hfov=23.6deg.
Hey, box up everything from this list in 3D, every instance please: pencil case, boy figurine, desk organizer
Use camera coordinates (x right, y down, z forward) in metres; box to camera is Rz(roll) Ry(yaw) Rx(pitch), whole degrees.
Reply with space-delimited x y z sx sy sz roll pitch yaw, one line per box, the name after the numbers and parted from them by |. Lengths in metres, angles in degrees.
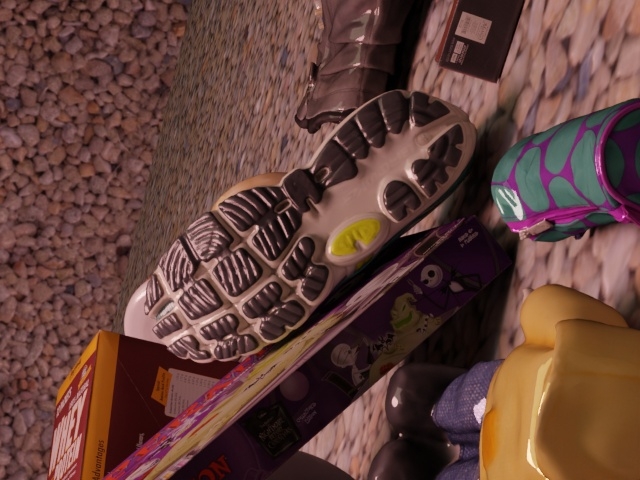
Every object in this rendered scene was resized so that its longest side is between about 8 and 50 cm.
0.145 -0.033 0.803 0.070 0.064 0.152 -61 10 -11 | pencil case
0.105 0.104 0.769 0.285 0.092 0.177 142 144 -74 | boy figurine
0.121 -0.185 1.114 0.050 0.047 0.130 -120 46 -75 | desk organizer

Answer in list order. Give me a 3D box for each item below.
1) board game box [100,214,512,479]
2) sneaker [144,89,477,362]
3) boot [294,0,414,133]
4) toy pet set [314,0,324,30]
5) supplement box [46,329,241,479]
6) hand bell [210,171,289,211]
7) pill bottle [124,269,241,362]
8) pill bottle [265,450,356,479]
-0.042 0.114 1.034 0.347 0.056 0.208 -40 1 -15 | board game box
0.000 0.000 1.102 0.275 0.107 0.110 -33 -13 10 | sneaker
0.051 -0.202 1.333 0.338 0.118 0.222 130 151 -86 | boot
0.022 -0.272 1.654 0.122 0.065 0.114 -96 -10 -64 | toy pet set
-0.143 0.212 1.413 0.129 0.194 0.191 130 149 -50 | supplement box
-0.021 0.058 1.376 0.242 0.126 0.126 -111 36 -50 | hand bell
-0.110 0.059 1.566 0.216 0.121 0.121 -52 -17 -68 | pill bottle
-0.053 0.286 1.142 0.130 0.130 0.245 -103 31 -64 | pill bottle
